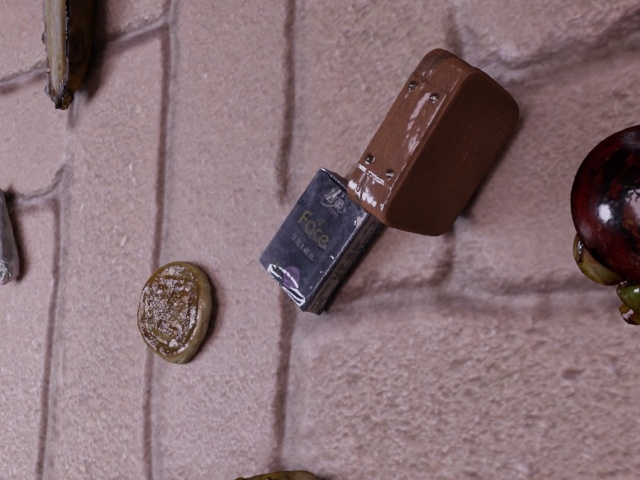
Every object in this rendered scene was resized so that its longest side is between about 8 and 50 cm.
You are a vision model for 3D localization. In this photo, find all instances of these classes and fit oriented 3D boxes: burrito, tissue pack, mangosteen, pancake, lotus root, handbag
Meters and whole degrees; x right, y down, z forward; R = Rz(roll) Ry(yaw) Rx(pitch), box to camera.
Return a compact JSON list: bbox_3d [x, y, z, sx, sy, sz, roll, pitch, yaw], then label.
[{"bbox_3d":[-0.578,-0.011,1.576,0.064,0.064,0.203,-38,58,26],"label":"burrito"},{"bbox_3d":[0.000,0.000,1.120,0.156,0.051,0.112,-55,52,15],"label":"tissue pack"},{"bbox_3d":[0.318,-0.011,0.811,0.199,0.199,0.200,-10,73,36],"label":"mangosteen"},{"bbox_3d":[-0.213,0.102,1.279,0.158,0.028,0.158,-11,73,39],"label":"pancake"},{"bbox_3d":[-0.431,-0.385,1.544,0.167,0.078,0.330,-29,62,56],"label":"lotus root"},{"bbox_3d":[0.130,-0.102,0.979,0.072,0.151,0.193,39,106,41],"label":"handbag"}]

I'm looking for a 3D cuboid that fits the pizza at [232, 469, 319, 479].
[{"bbox_3d":[-0.108,0.452,1.083,0.434,0.080,0.392,19,92,38],"label":"pizza"}]
